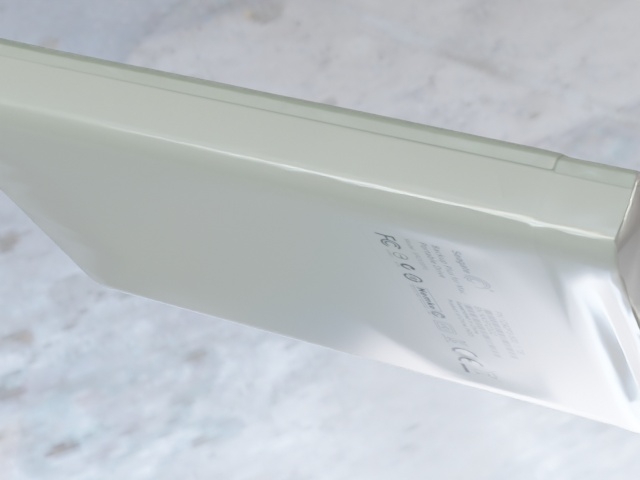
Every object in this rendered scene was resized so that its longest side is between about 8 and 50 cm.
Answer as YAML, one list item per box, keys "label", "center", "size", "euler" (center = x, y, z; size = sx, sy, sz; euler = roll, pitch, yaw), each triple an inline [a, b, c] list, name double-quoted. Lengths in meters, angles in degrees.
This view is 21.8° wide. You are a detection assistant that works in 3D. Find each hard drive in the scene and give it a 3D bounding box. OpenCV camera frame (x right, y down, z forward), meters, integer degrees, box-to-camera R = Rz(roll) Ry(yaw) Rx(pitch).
- label: "hard drive"
  center: [0.000, 0.000, 0.703]
  size: [0.307, 0.040, 0.203]
  euler: [14, 159, 26]
